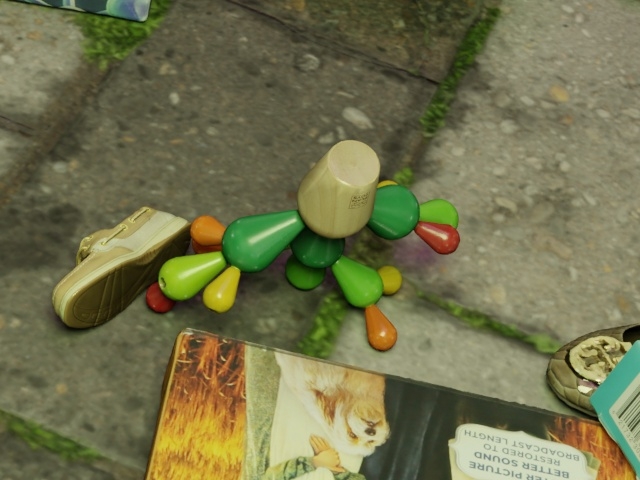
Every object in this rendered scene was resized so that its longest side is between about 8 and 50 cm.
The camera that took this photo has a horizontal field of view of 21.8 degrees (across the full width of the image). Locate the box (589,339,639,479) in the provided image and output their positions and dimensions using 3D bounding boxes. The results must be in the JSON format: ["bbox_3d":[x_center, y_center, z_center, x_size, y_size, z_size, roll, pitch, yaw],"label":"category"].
[{"bbox_3d":[0.298,0.127,1.083,0.244,0.060,0.100,6,40,-35],"label":"box"}]

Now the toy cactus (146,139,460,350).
[{"bbox_3d":[0.000,0.000,1.094,0.219,0.180,0.112,-3,65,-14],"label":"toy cactus"}]

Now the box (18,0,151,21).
[{"bbox_3d":[-0.300,-0.373,1.298,0.395,0.293,0.212,8,43,-9],"label":"box"}]

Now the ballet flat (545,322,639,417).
[{"bbox_3d":[0.275,0.078,1.176,0.250,0.058,0.084,-3,45,-21],"label":"ballet flat"}]

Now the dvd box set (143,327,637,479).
[{"bbox_3d":[0.030,0.244,0.917,0.308,0.062,0.420,14,42,-4],"label":"dvd box set"}]

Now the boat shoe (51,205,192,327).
[{"bbox_3d":[-0.141,0.016,1.120,0.045,0.050,0.135,30,33,19],"label":"boat shoe"}]
